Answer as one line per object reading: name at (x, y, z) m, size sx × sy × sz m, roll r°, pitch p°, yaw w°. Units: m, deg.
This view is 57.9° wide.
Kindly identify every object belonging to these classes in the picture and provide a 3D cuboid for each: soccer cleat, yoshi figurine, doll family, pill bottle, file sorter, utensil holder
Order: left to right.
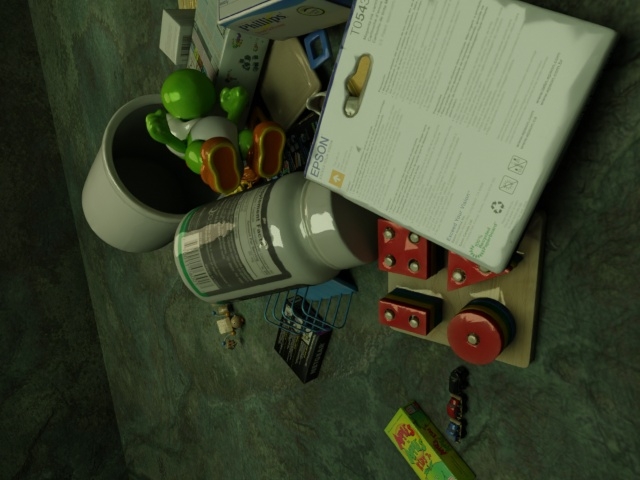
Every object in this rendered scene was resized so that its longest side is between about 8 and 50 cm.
utensil holder at (-0.443, -0.157, 1.540) m, size 0.386 × 0.328 × 0.327 m, roll -25°, pitch 83°, yaw 56°
yoshi figurine at (-0.224, -0.233, 1.120) m, size 0.362 × 0.204 × 0.203 m, roll 34°, pitch 90°, yaw 48°
doll family at (-0.182, -0.077, 1.308) m, size 0.163 × 0.118 × 0.262 m, roll -41°, pitch 34°, yaw 30°
pill bottle at (-0.076, -0.007, 1.051) m, size 0.361 × 0.204 × 0.204 m, roll -14°, pitch 92°, yaw 34°
file sorter at (-0.029, 0.135, 1.248) m, size 0.170 × 0.118 × 0.104 m, roll -20°, pitch 47°, yaw 54°
soccer cleat at (0.058, -0.203, 0.933) m, size 0.196 × 0.076 × 0.068 m, roll 28°, pitch 125°, yaw 43°

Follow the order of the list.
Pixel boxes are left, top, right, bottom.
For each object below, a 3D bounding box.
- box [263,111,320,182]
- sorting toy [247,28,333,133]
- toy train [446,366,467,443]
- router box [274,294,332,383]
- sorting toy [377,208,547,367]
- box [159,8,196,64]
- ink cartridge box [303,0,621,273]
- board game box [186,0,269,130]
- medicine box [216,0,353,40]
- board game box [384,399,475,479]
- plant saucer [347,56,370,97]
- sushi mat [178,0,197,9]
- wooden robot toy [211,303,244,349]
box at (0.009, -0.095, 1.178) m, size 0.293 × 0.073 × 0.295 m, roll -25°, pitch 85°, yaw 54°
sorting toy at (-0.067, -0.338, 1.205) m, size 0.348 × 0.047 × 0.195 m, roll -40°, pitch 68°, yaw 51°
toy train at (0.249, 0.305, 1.056) m, size 0.027 × 0.036 × 0.158 m, roll 18°, pitch 118°, yaw 48°
router box at (-0.047, 0.241, 1.407) m, size 0.133 × 0.046 × 0.178 m, roll 44°, pitch 135°, yaw 33°
sorting toy at (0.207, 0.067, 0.922) m, size 0.256 × 0.089 × 0.256 m, roll 12°, pitch 114°, yaw 35°
box at (-0.320, -0.492, 1.391) m, size 0.087 × 0.102 × 0.101 m, roll 47°, pitch 137°, yaw 27°
ink cartridge box at (0.165, -0.170, 0.784) m, size 0.330 × 0.071 × 0.323 m, roll 29°, pitch 117°, yaw 23°
board game box at (-0.222, -0.394, 1.301) m, size 0.224 × 0.098 × 0.303 m, roll 64°, pitch 144°, yaw 37°
medicine box at (-0.045, -0.515, 0.972) m, size 0.264 × 0.149 × 0.288 m, roll 9°, pitch 99°, yaw 51°
board game box at (0.212, 0.419, 1.144) m, size 0.181 × 0.043 × 0.092 m, roll 49°, pitch 138°, yaw 28°
plant saucer at (0.159, -0.259, 0.913) m, size 0.333 × 0.081 × 0.332 m, roll -44°, pitch 68°, yaw 50°
sushi mat at (-0.322, -0.616, 1.444) m, size 0.152 × 0.019 × 0.316 m, roll 16°, pitch 117°, yaw 47°
wooden robot toy at (-0.256, 0.230, 1.680) m, size 0.079 × 0.076 × 0.173 m, roll -18°, pitch 89°, yaw 19°
